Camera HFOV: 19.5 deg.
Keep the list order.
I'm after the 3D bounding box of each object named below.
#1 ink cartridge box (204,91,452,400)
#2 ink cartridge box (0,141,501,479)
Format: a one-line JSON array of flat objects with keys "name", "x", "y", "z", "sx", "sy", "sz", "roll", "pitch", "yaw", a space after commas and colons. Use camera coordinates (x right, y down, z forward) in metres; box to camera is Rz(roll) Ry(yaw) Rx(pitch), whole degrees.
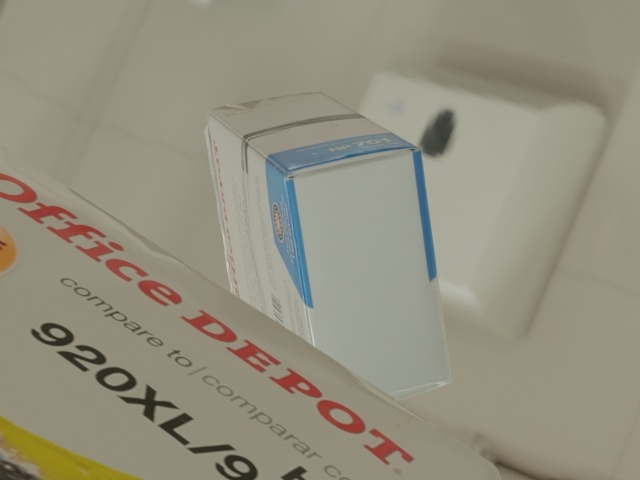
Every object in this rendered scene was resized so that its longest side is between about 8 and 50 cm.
[{"name": "ink cartridge box", "x": 0.000, "y": 0.000, "z": 1.070, "sx": 0.082, "sy": 0.139, "sz": 0.191, "roll": -12, "pitch": -163, "yaw": -12}, {"name": "ink cartridge box", "x": -0.105, "y": 0.102, "z": 0.392, "sx": 0.171, "sy": 0.168, "sz": 0.233, "roll": 33, "pitch": -155, "yaw": 20}]
